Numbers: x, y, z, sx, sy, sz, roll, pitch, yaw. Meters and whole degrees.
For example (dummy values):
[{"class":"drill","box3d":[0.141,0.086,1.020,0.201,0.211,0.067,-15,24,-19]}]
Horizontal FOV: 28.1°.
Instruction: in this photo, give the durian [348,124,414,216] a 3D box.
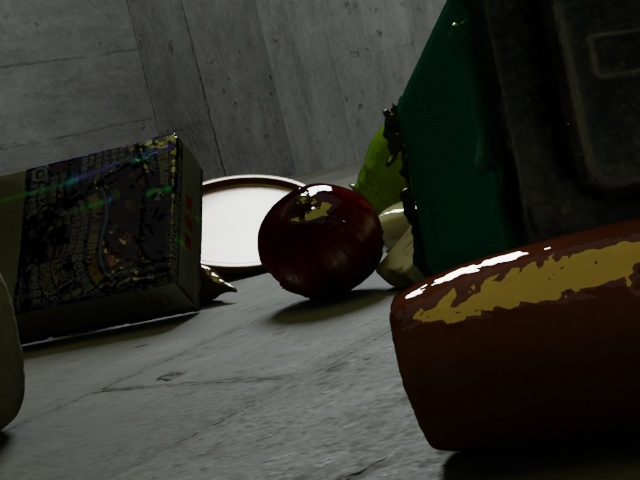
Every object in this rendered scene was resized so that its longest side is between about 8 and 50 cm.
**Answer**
[{"class":"durian","box3d":[0.205,-0.111,1.641,0.340,0.204,0.256,-20,-15,-1]}]

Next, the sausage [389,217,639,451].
[{"class":"sausage","box3d":[0.169,0.040,0.635,0.259,0.113,0.113,-12,6,18]}]

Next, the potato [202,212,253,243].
[{"class":"potato","box3d":[-0.139,0.006,1.769,0.103,0.066,0.096,-10,29,-17]}]

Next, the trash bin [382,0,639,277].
[{"class":"trash bin","box3d":[0.201,-0.070,0.956,0.259,0.295,0.381,-10,-7,-10]}]

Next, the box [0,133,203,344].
[{"class":"box","box3d":[-0.292,0.006,1.473,0.310,0.198,0.084,-11,-33,14]}]

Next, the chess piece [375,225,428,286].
[{"class":"chess piece","box3d":[0.138,-0.031,1.257,0.200,0.090,0.090,-49,11,-5]}]

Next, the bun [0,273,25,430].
[{"class":"bun","box3d":[-0.315,0.075,0.995,0.128,0.178,0.193,-18,10,-27]}]

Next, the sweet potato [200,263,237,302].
[{"class":"sweet potato","box3d":[-0.133,0.053,1.473,0.049,0.049,0.117,-18,14,-39]}]

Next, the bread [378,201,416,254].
[{"class":"bread","box3d":[0.169,-0.029,1.485,0.178,0.060,0.139,-10,7,27]}]

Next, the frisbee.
[{"class":"frisbee","box3d":[-0.106,-0.024,1.737,0.251,0.021,0.251,-1,32,0]}]

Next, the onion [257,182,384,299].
[{"class":"onion","box3d":[0.000,0.000,1.300,0.131,0.131,0.131,-13,6,1]}]
